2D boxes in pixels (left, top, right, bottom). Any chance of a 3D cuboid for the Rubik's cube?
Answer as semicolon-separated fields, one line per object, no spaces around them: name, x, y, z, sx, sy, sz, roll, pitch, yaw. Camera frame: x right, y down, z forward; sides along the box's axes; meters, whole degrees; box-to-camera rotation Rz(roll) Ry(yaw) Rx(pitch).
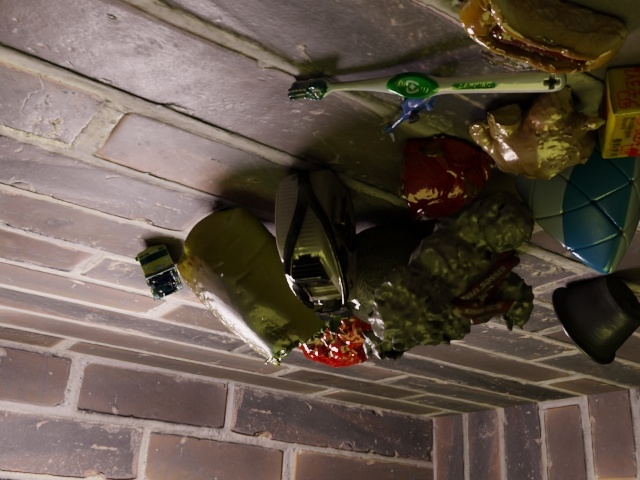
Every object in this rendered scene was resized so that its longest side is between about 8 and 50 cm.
Rubik's cube;0.472;-0.111;1.303;0.255;0.254;0.254;3;157;1

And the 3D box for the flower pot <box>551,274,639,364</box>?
flower pot;0.734;0.185;1.889;0.235;0.235;0.148;19;132;-33

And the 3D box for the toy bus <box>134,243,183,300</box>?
toy bus;-0.419;0.082;1.894;0.088;0.101;0.175;-22;160;-13

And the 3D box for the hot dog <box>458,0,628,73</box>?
hot dog;0.302;-0.275;0.981;0.243;0.073;0.084;12;161;-19

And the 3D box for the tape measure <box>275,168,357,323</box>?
tape measure;0.000;0.000;1.422;0.133;0.270;0.231;-6;157;20

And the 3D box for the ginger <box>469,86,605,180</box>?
ginger;0.360;-0.171;1.186;0.216;0.102;0.157;-12;126;44

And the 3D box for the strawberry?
strawberry;0.094;0.211;1.906;0.312;0.267;0.351;10;168;46

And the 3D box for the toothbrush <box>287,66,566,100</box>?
toothbrush;0.152;-0.236;1.103;0.418;0.040;0.042;1;121;16

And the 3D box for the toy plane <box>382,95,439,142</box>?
toy plane;0.149;-0.211;1.193;0.062;0.054;0.167;-14;167;-31

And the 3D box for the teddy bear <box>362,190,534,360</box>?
teddy bear;0.241;0.109;1.408;0.225;0.367;0.357;29;152;33

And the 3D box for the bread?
bread;-0.148;0.100;1.616;0.376;0.208;0.251;49;151;-11

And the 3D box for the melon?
melon;0.173;0.089;1.655;0.302;0.237;0.238;16;154;-36

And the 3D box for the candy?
candy;0.574;-0.201;1.104;0.276;0.088;0.146;-3;155;11

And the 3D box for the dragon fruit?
dragon fruit;0.230;-0.112;1.324;0.161;0.127;0.120;-5;163;23
